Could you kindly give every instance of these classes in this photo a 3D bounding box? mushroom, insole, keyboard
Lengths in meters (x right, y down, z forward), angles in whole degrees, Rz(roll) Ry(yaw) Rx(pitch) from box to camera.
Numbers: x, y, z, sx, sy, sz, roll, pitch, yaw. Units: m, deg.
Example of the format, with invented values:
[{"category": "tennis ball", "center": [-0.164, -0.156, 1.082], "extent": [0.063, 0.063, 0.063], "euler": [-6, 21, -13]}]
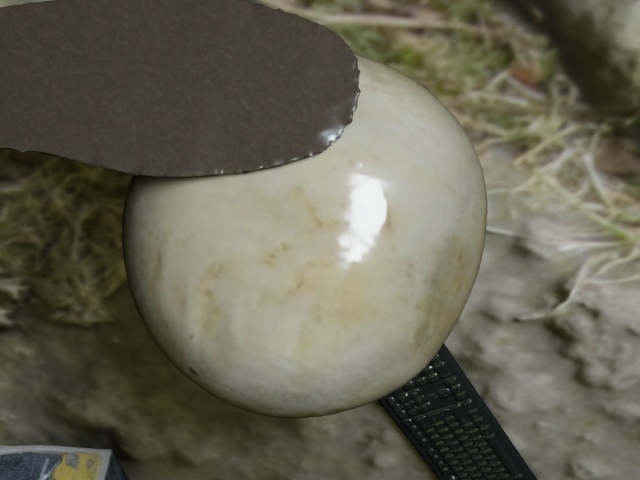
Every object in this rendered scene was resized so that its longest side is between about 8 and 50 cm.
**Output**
[{"category": "mushroom", "center": [-0.006, -0.013, 1.127], "extent": [0.206, 0.209, 0.206], "euler": [3, 112, 8]}, {"category": "insole", "center": [-0.139, -0.086, 1.078], "extent": [0.328, 0.111, 0.007], "euler": [1, 159, 12]}, {"category": "keyboard", "center": [0.092, 0.135, 1.398], "extent": [0.067, 0.011, 0.202], "euler": [-18, 136, 18]}]

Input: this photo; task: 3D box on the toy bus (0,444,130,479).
[{"category": "toy bus", "center": [-0.195, 0.279, 1.509], "extent": [0.138, 0.097, 0.342], "euler": [5, 141, 5]}]
